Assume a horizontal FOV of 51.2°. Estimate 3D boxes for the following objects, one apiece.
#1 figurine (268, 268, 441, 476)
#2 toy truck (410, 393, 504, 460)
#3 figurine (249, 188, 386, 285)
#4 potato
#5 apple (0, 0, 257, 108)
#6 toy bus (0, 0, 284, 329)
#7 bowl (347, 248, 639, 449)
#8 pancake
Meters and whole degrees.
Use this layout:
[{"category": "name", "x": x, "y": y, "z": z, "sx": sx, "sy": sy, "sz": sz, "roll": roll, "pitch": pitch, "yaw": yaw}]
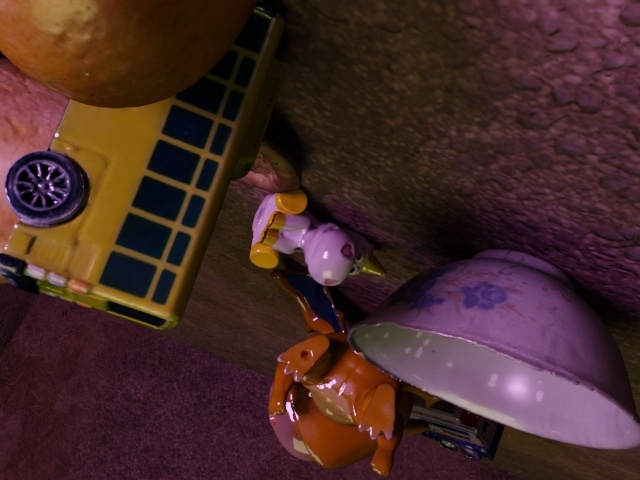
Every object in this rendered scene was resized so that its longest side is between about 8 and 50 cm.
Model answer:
[{"category": "figurine", "x": 0.078, "y": 0.249, "z": 1.102, "sx": 0.401, "sy": 0.268, "sz": 0.387, "roll": 17, "pitch": 158, "yaw": 8}, {"category": "toy truck", "x": 0.234, "y": 0.342, "z": 1.374, "sx": 0.268, "sy": 0.124, "sz": 0.155, "roll": 8, "pitch": 148, "yaw": 36}, {"category": "figurine", "x": 0.001, "y": 0.002, "z": 0.823, "sx": 0.178, "sy": 0.109, "sz": 0.129, "roll": 23, "pitch": -173, "yaw": 5}, {"category": "potato", "x": -0.322, "y": -0.069, "z": 0.749, "sx": 0.242, "sy": 0.285, "sz": 0.242, "roll": 4, "pitch": 126, "yaw": 6}, {"category": "apple", "x": -0.107, "y": -0.167, "z": 0.355, "sx": 0.155, "sy": 0.182, "sz": 0.182, "roll": -9, "pitch": 150, "yaw": 17}, {"category": "toy bus", "x": -0.125, "y": -0.073, "z": 0.501, "sx": 0.150, "sy": 0.262, "sz": 0.128, "roll": 21, "pitch": 164, "yaw": -13}, {"category": "bowl", "x": 0.199, "y": 0.097, "z": 0.723, "sx": 0.313, "sy": 0.146, "sz": 0.313, "roll": 21, "pitch": 162, "yaw": 7}, {"category": "pancake", "x": -0.129, "y": -0.116, "z": 0.711, "sx": 0.250, "sy": 0.031, "sz": 0.250, "roll": 25, "pitch": 168, "yaw": 6}]
